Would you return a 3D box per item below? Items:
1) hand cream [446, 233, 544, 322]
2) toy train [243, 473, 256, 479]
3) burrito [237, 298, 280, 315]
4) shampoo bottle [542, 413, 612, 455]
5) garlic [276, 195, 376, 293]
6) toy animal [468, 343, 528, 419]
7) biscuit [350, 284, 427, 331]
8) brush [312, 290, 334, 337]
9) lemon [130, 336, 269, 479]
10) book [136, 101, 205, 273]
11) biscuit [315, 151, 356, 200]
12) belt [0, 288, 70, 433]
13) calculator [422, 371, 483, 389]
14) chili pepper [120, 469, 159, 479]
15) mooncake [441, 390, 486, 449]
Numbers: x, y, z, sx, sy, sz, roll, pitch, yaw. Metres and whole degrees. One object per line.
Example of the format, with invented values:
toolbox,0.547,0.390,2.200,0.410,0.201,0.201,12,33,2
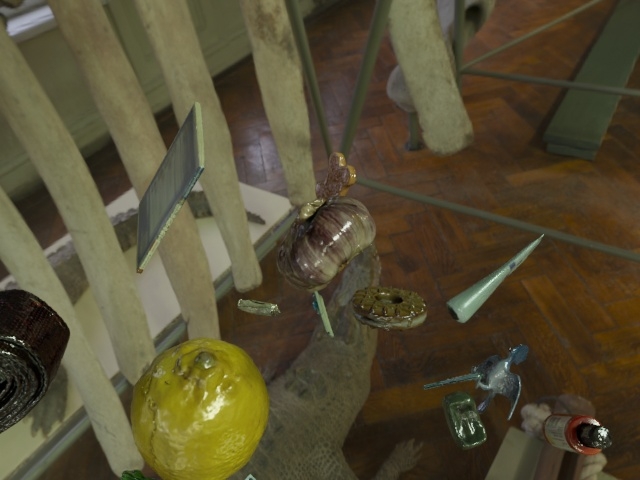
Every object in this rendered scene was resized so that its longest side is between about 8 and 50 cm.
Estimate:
hand cream,0.460,0.098,1.319,0.321,0.109,0.067,-37,66,-14
toy train,-0.258,0.741,1.383,0.047,0.043,0.207,41,64,11
burrito,-0.241,0.260,1.948,0.188,0.058,0.045,8,45,25
shampoo bottle,0.727,0.545,1.413,0.105,0.278,0.104,-1,72,4
garlic,0.000,0.000,1.049,0.160,0.245,0.245,46,58,-3
toy animal,0.578,0.451,1.620,0.177,0.255,0.239,3,20,-8
biscuit,0.287,0.281,2.114,0.333,0.103,0.332,1,16,0
brush,0.002,0.097,0.651,0.013,0.016,0.083,-32,33,7
lemon,-0.180,0.258,0.759,0.204,0.260,0.204,8,38,-6
book,-0.324,-0.110,1.068,0.018,0.322,0.228,18,39,-33
biscuit,0.032,-0.125,1.437,0.036,0.250,0.165,5,36,-27
belt,-0.536,0.216,0.770,0.289,0.184,0.164,-39,29,11
calculator,0.381,0.406,1.443,0.172,0.057,0.018,-21,66,21
chili pepper,-0.260,0.364,0.748,0.091,0.034,0.030,14,25,14
mooncake,0.442,0.551,1.548,0.104,0.175,0.168,-17,22,7
